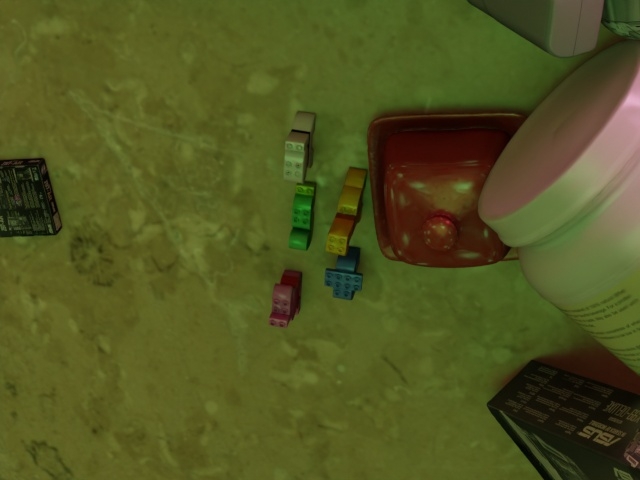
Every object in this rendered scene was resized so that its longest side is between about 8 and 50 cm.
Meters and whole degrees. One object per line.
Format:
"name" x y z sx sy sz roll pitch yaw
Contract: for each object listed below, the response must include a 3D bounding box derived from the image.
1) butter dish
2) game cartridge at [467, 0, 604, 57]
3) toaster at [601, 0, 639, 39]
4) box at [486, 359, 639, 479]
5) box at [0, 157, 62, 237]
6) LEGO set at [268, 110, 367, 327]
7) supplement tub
"butter dish" 0.119 -0.030 1.257 0.160 0.118 0.159 0 117 14
"game cartridge" 0.161 -0.303 1.055 0.062 0.198 0.297 -12 117 -10
"toaster" 0.312 -0.253 1.086 0.227 0.129 0.146 -4 121 13
"box" 0.315 0.245 1.268 0.076 0.307 0.242 -42 107 -12
"box" -0.313 -0.044 1.408 0.067 0.018 0.083 -3 117 15
"LEGO set" 0.000 0.000 1.315 0.087 0.093 0.227 9 120 8
"supplement tub" 0.321 0.006 1.154 0.325 0.235 0.235 39 120 -12
